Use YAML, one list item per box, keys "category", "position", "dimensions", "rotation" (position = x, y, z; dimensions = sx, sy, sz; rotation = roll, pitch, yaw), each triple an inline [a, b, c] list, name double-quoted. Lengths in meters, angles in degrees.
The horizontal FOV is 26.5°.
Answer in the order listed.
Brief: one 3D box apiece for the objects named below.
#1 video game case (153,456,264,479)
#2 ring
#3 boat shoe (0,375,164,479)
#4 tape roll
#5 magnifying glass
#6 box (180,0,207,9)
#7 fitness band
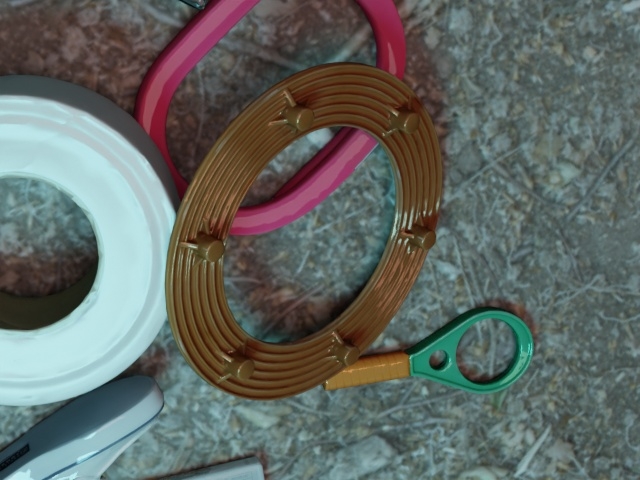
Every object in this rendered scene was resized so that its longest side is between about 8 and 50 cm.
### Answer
- category: "video game case"
  position: [-0.145, 0.349, 1.387]
  dimensions: [0.206, 0.026, 0.227]
  rotation: [-12, 107, -13]
- category: "ring"
  position: [0.000, 0.000, 1.260]
  dimensions: [0.336, 0.032, 0.337]
  rotation: [-24, 126, -36]
- category: "boat shoe"
  position: [-0.250, 0.224, 1.300]
  dimensions: [0.258, 0.095, 0.084]
  rotation: [-32, 113, 4]
- category: "tape roll"
  position: [-0.263, 0.000, 1.206]
  dimensions: [0.286, 0.100, 0.286]
  rotation: [-2, 107, -6]
- category: "magnifying glass"
  position: [0.113, 0.124, 1.408]
  dimensions: [0.231, 0.026, 0.092]
  rotation: [-7, 105, -13]
- category: "box"
  position: [-0.145, -0.333, 1.217]
  dimensions: [0.184, 0.045, 0.191]
  rotation: [26, 96, -17]
- category: "fitness band"
  position: [-0.044, -0.140, 1.290]
  dimensions: [0.291, 0.054, 0.209]
  rotation: [-46, 108, -3]
